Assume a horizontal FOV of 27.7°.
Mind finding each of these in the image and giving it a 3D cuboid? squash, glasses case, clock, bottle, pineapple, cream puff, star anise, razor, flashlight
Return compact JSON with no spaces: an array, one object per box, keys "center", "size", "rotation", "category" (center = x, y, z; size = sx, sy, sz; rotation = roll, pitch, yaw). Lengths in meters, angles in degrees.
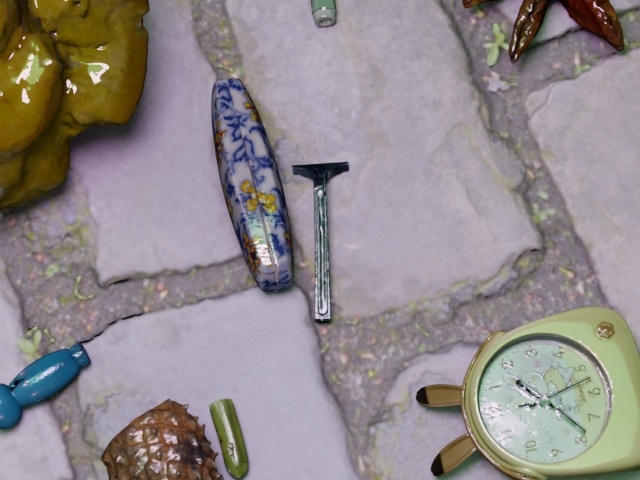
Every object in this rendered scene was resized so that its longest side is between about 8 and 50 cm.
[{"center":[-0.094,0.208,1.358],"size":[0.027,0.027,0.083],"rotation":[-18,70,-2],"category":"squash"},{"center":[-0.076,-0.063,1.425],"size":[0.065,0.087,0.248],"rotation":[-13,69,-4],"category":"glasses case"},{"center":[0.217,0.168,1.322],"size":[0.232,0.069,0.170],"rotation":[-12,70,2],"category":"clock"},{"center":[0.001,-0.295,1.534],"size":[0.030,0.030,0.083],"rotation":[-8,70,2],"category":"bottle"},{"center":[-0.116,0.273,1.294],"size":[0.237,0.119,0.111],"rotation":[50,37,15],"category":"pineapple"},{"center":[-0.321,-0.232,1.370],"size":[0.276,0.378,0.378],"rotation":[-10,67,25],"category":"cream puff"},{"center":[0.262,-0.326,1.492],"size":[0.288,0.088,0.288],"rotation":[-2,71,7],"category":"star anise"},{"center":[-0.001,-0.002,1.424],"size":[0.066,0.033,0.190],"rotation":[-3,70,5],"category":"razor"},{"center":[-0.305,0.156,1.388],"size":[0.129,0.051,0.051],"rotation":[-30,70,-11],"category":"flashlight"}]
